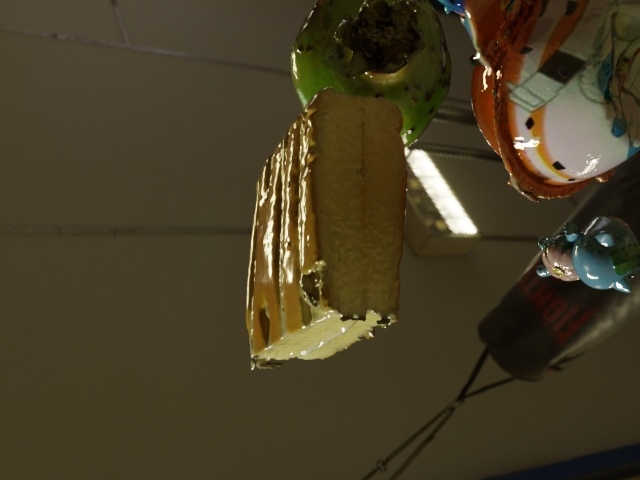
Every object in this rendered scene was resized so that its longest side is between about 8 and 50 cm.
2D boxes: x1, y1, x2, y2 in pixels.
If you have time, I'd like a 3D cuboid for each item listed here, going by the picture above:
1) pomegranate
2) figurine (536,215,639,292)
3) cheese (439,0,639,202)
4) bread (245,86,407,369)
[{"bbox_3d":[0.067,-0.213,0.942,0.231,0.231,0.286,24,-157,-11],"label":"pomegranate"},{"bbox_3d":[0.409,0.013,1.086,0.144,0.178,0.114,-18,-84,-29],"label":"figurine"},{"bbox_3d":[0.187,-0.159,0.595,0.329,0.217,0.129,37,169,-39],"label":"cheese"},{"bbox_3d":[0.000,0.000,0.757,0.111,0.239,0.246,8,-111,-17],"label":"bread"}]
